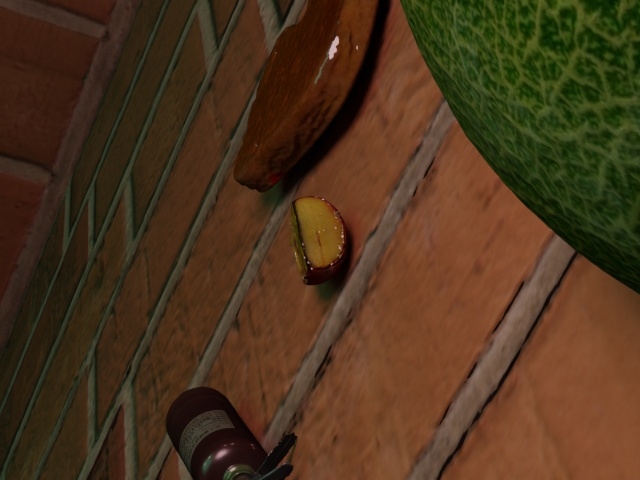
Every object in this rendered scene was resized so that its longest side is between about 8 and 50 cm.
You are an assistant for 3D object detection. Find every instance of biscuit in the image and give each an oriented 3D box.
[{"bbox_3d":[-0.002,-0.199,1.420,0.277,0.052,0.262,-47,27,54],"label":"biscuit"}]

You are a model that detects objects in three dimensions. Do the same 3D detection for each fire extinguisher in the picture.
[{"bbox_3d":[-0.081,0.192,1.289,0.099,0.071,0.231,-46,19,-6],"label":"fire extinguisher"}]

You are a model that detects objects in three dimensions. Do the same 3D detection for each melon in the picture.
[{"bbox_3d":[0.179,-0.093,0.612,0.343,0.226,0.331,-119,10,-65],"label":"melon"}]

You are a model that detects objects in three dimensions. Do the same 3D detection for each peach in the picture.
[{"bbox_3d":[0.000,0.000,1.238,0.083,0.050,0.077,-117,23,-76],"label":"peach"}]
